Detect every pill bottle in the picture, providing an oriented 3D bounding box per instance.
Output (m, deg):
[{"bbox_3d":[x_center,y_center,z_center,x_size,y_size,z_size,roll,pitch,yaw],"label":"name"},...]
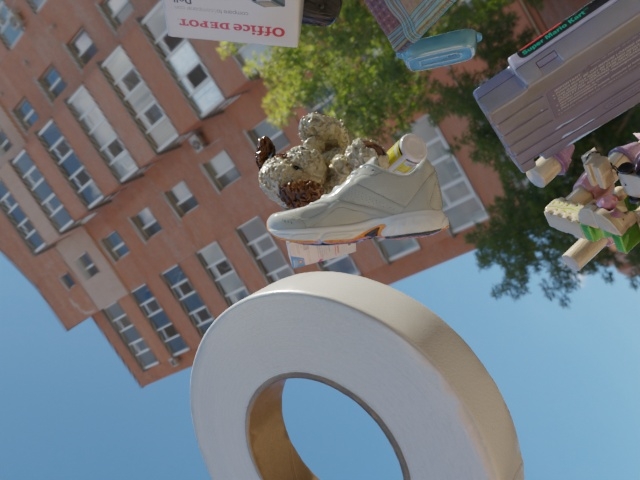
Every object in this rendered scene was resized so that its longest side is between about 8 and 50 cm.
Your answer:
[{"bbox_3d":[0.166,-0.167,1.243,0.065,0.116,0.065,11,-117,-23],"label":"pill bottle"}]

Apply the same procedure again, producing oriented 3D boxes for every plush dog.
[{"bbox_3d":[-0.020,-0.130,1.213,0.226,0.210,0.262,-8,-147,-30],"label":"plush dog"}]

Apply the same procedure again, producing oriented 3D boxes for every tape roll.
[{"bbox_3d":[0.020,0.226,0.656,0.072,0.392,0.392,-26,-91,-53],"label":"tape roll"}]

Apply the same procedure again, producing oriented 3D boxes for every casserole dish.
[{"bbox_3d":[0.262,-0.414,1.309,0.114,0.189,0.036,12,-109,-73],"label":"casserole dish"}]

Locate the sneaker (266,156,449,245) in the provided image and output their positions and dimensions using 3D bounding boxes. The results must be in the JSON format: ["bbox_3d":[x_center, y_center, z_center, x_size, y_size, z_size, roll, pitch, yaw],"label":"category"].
[{"bbox_3d":[0.049,-0.056,0.864,0.099,0.263,0.121,14,-109,-79],"label":"sneaker"}]

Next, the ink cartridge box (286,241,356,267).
[{"bbox_3d":[0.000,0.000,1.605,0.104,0.181,0.061,83,170,-47],"label":"ink cartridge box"}]

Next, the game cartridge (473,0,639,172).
[{"bbox_3d":[0.389,-0.241,0.782,0.230,0.355,0.068,31,-149,-54],"label":"game cartridge"}]

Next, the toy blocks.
[{"bbox_3d":[0.552,-0.095,0.984,0.260,0.288,0.309,-41,-61,-8],"label":"toy blocks"}]

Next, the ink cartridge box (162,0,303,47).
[{"bbox_3d":[-0.091,-0.320,0.621,0.154,0.212,0.093,6,-123,-1],"label":"ink cartridge box"}]

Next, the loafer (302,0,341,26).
[{"bbox_3d":[-0.081,-0.336,0.791,0.223,0.078,0.076,18,-107,-6],"label":"loafer"}]

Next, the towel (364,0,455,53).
[{"bbox_3d":[0.148,-0.511,1.010,0.040,0.370,0.271,-33,-89,-21],"label":"towel"}]
